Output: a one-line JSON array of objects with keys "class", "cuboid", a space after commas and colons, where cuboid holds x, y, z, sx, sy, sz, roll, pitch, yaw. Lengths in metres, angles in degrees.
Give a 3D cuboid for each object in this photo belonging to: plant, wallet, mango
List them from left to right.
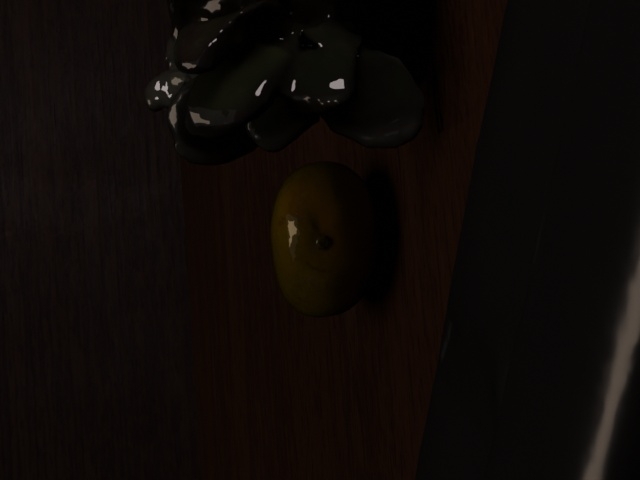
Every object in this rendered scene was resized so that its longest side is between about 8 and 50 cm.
[{"class": "plant", "cuboid": [-0.019, -0.194, 0.996, 0.188, 0.199, 0.276, 112, 159, -72]}, {"class": "mango", "cuboid": [0.000, 0.000, 1.199, 0.195, 0.092, 0.130, 180, 85, -83]}, {"class": "wallet", "cuboid": [0.112, -0.034, 0.586, 0.228, 0.062, 0.406, -114, 32, -73]}]
